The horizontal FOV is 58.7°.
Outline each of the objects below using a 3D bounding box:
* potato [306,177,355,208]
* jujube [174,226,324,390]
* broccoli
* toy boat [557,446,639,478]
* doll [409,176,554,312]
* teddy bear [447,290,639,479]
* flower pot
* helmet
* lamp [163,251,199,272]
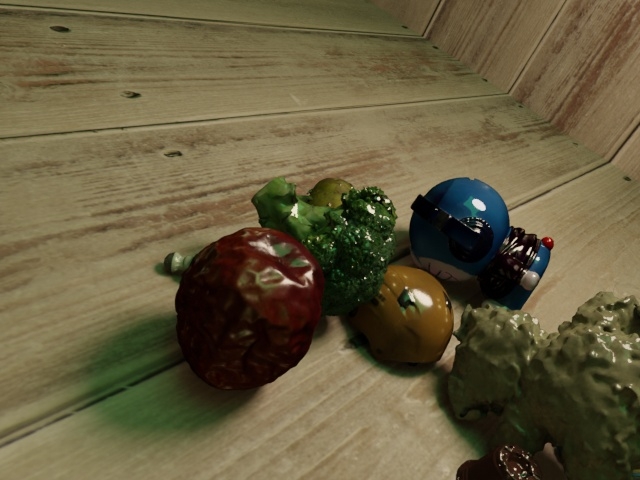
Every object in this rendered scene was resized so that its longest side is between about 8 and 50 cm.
[{"bbox_3d":[0.045,-0.031,1.195,0.149,0.113,0.251,11,45,-35],"label":"potato"},{"bbox_3d":[-0.107,0.094,0.811,0.213,0.232,0.213,19,36,-15],"label":"jujube"},{"bbox_3d":[0.000,0.000,0.988,0.270,0.270,0.270,43,36,5],"label":"broccoli"},{"bbox_3d":[0.529,0.365,1.003,0.215,0.102,0.088,17,37,-16],"label":"toy boat"},{"bbox_3d":[0.333,0.001,1.247,0.310,0.240,0.284,32,11,7],"label":"doll"},{"bbox_3d":[0.391,0.229,0.937,0.367,0.357,0.224,31,-8,43],"label":"teddy bear"},{"bbox_3d":[0.273,0.357,0.846,0.111,0.089,0.111,18,35,-13],"label":"flower pot"},{"bbox_3d":[0.159,0.119,1.053,0.198,0.130,0.224,10,36,-28],"label":"helmet"},{"bbox_3d":[-0.185,0.047,0.966,0.163,0.091,0.091,7,36,-1],"label":"lamp"}]
